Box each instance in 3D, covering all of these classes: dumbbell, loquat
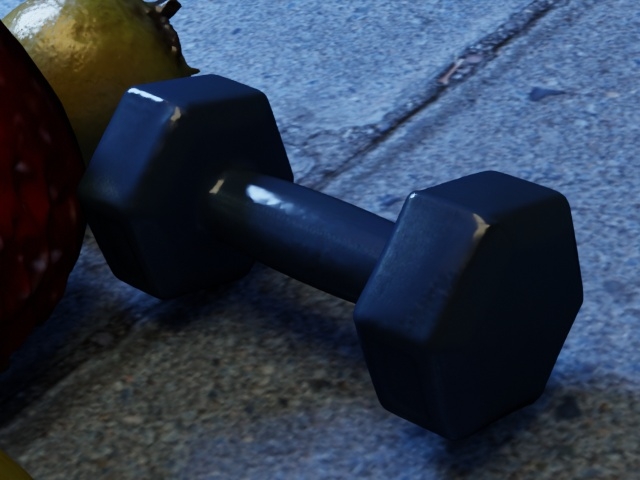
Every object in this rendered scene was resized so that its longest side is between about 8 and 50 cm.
[{"bbox_3d":[0.000,0.000,0.904,0.325,0.144,0.160,23,24,36],"label":"dumbbell"},{"bbox_3d":[-0.192,-0.118,1.115,0.204,0.149,0.172,-22,11,4],"label":"loquat"}]

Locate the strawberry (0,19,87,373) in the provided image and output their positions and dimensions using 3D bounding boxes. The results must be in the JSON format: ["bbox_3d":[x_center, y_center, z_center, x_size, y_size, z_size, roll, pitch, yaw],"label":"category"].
[{"bbox_3d":[-0.312,-0.056,0.890,0.317,0.345,0.295,-29,41,-25],"label":"strawberry"}]

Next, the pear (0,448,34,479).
[{"bbox_3d":[-0.295,0.182,0.634,0.340,0.191,0.386,2,24,29],"label":"pear"}]
